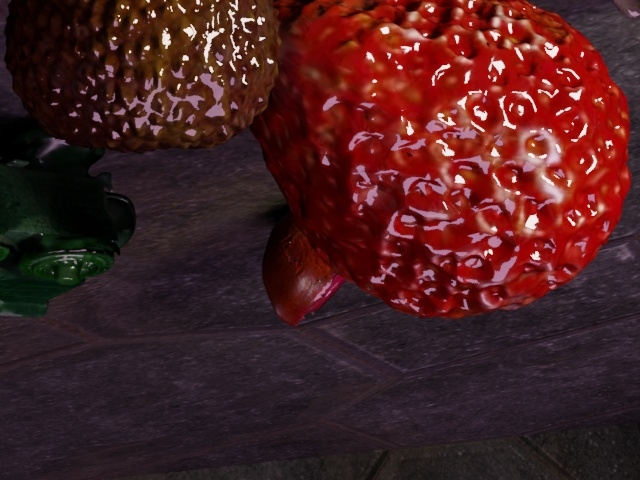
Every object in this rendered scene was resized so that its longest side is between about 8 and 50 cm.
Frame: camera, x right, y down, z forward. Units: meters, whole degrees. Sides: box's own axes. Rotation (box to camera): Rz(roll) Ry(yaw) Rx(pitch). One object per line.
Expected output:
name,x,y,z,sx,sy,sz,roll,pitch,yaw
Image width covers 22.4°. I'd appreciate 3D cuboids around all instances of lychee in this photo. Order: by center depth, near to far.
lychee,-0.121,-0.142,1.077,0.194,0.194,0.194,-10,163,-3

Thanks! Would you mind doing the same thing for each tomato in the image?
tomato,0.000,0.000,1.771,0.189,0.099,0.173,-49,178,-46

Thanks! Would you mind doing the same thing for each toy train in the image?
toy train,-0.298,-0.022,1.416,0.266,0.145,0.202,6,159,-43

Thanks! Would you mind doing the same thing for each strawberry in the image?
strawberry,0.073,-0.072,1.268,0.310,0.291,0.292,-10,164,-28

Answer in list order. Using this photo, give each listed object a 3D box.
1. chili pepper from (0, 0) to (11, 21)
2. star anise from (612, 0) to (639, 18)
chili pepper,-0.250,-0.178,1.115,0.153,0.041,0.050,14,134,-21
star anise,0.320,-0.218,1.256,0.214,0.099,0.220,-9,166,27
